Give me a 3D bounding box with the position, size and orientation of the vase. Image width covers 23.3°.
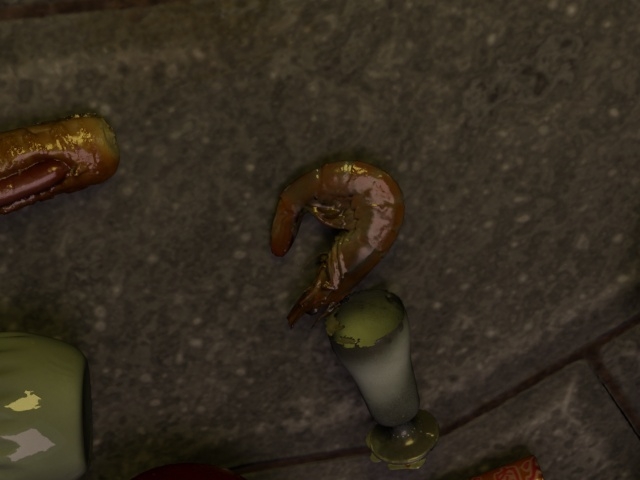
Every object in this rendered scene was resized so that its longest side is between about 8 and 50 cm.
[{"bbox_3d":[-0.303,0.135,1.191,0.248,0.128,0.128,-1,126,-2],"label":"vase"}]

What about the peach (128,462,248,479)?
[{"bbox_3d":[-0.111,0.275,1.304,0.197,0.197,0.197,-7,127,-9],"label":"peach"}]

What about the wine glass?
[{"bbox_3d":[0.054,0.118,1.297,0.072,0.072,0.155,-19,129,0],"label":"wine glass"}]

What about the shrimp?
[{"bbox_3d":[0.000,0.004,1.216,0.095,0.045,0.162,21,120,-27],"label":"shrimp"}]

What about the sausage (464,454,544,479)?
[{"bbox_3d":[0.100,0.270,1.422,0.234,0.071,0.071,-21,128,1],"label":"sausage"}]

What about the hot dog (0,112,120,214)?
[{"bbox_3d":[-0.250,-0.038,1.118,0.216,0.047,0.066,-17,125,-2],"label":"hot dog"}]
